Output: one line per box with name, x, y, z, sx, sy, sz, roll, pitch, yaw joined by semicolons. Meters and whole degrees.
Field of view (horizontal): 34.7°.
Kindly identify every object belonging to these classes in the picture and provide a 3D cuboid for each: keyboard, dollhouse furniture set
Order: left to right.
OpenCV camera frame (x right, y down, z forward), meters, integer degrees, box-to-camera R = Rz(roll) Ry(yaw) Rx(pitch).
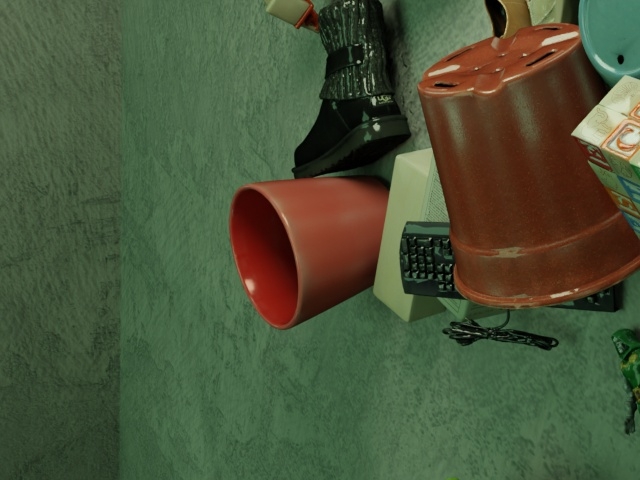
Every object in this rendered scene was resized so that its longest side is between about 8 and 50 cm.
dollhouse furniture set;0.002;-0.511;1.825;0.259;0.135;0.262;-53;48;25
keyboard;0.259;0.072;1.449;0.317;0.033;0.201;4;115;33

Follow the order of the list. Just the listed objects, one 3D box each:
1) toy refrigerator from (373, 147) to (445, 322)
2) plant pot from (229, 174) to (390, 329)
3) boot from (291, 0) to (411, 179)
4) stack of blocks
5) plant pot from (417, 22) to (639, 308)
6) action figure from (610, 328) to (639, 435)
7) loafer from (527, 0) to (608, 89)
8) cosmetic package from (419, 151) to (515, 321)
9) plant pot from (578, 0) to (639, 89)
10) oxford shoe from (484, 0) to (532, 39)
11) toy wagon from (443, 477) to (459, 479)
toy refrigerator;0.171;-0.008;1.702;0.102;0.094;0.269;40;133;43
plant pot;0.000;0.000;1.846;0.275;0.243;0.274;39;138;48
boot;0.033;-0.264;1.841;0.348;0.131;0.260;-25;78;57
stack of blocks;0.401;-0.023;1.056;0.297;0.087;0.171;45;176;-37
plant pot;0.250;-0.101;1.233;0.272;0.272;0.265;19;136;60
action figure;0.430;0.219;1.309;0.137;0.064;0.232;120;137;-56
loafer;0.319;-0.276;1.323;0.092;0.102;0.268;-127;35;-58
cosmetic package;0.240;-0.052;1.528;0.160;0.113;0.309;48;138;46
plant pot;0.392;-0.243;1.082;0.290;0.195;0.290;28;122;57
oxford shoe;0.281;-0.256;1.425;0.076;0.076;0.212;-47;59;55
toy wagon;0.227;0.471;1.444;0.267;0.068;0.344;64;148;30
